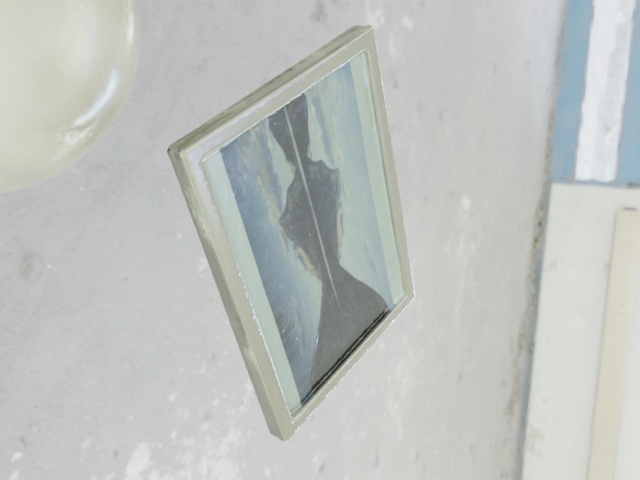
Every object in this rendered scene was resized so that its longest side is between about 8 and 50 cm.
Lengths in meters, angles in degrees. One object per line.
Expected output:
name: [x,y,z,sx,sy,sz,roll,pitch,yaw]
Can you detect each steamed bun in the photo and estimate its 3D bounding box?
steamed bun: [-0.332,-0.200,0.609,0.206,0.325,0.324,5,92,-86]

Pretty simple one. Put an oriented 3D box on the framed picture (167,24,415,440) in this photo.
framed picture: [0.000,0.000,0.383,0.150,0.015,0.203,-42,134,-35]
